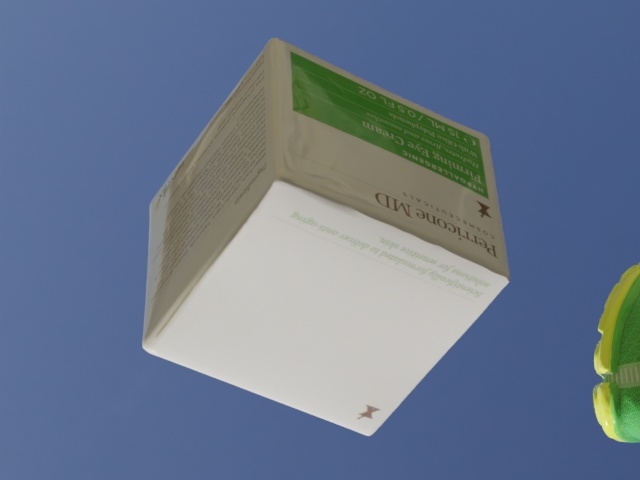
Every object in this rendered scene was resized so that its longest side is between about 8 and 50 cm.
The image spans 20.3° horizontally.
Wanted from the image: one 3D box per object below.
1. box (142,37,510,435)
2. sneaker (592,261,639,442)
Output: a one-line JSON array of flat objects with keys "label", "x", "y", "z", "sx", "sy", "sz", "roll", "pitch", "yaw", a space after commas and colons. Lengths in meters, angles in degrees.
[{"label": "box", "x": 0.000, "y": 0.000, "z": 0.672, "sx": 0.102, "sy": 0.101, "sz": 0.087, "roll": -51, "pitch": -154, "yaw": 35}, {"label": "sneaker", "x": 0.275, "y": 0.059, "z": 1.030, "sx": 0.296, "sy": 0.109, "sz": 0.123, "roll": -4, "pitch": -176, "yaw": -36}]
